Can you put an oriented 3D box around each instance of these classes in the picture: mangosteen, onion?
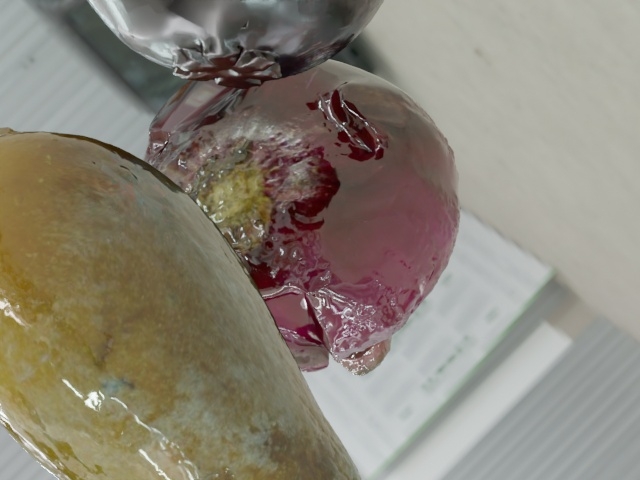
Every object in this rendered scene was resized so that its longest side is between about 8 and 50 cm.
[{"bbox_3d":[-0.079,-0.316,1.377,0.307,0.307,0.346,57,-147,-78],"label":"mangosteen"},{"bbox_3d":[0.000,0.000,1.737,0.398,0.398,0.420,43,179,45],"label":"onion"}]

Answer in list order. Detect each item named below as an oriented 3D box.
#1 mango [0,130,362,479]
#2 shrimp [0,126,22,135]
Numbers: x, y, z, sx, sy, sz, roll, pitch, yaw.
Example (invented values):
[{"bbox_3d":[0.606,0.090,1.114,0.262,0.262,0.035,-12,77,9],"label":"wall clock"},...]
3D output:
[{"bbox_3d":[-0.092,0.072,0.835,0.316,0.146,0.193,48,-157,-10],"label":"mango"},{"bbox_3d":[-0.309,0.122,1.163,0.085,0.445,0.272,24,177,16],"label":"shrimp"}]
